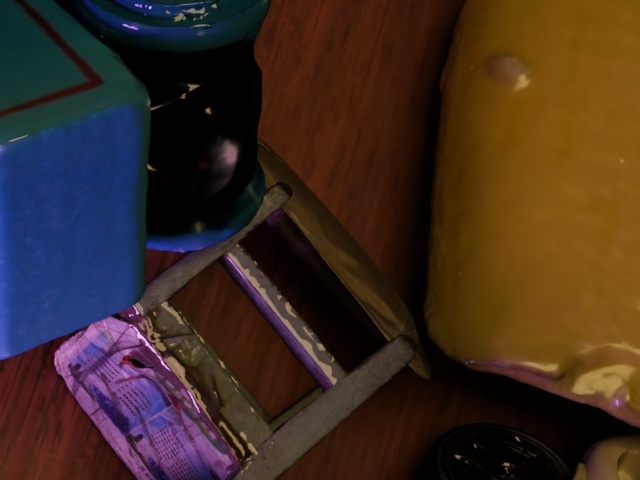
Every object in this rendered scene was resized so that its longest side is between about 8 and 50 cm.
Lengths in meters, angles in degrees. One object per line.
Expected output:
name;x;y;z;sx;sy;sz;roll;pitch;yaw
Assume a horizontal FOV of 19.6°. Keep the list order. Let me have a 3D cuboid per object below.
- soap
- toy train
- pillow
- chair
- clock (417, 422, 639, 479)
soap;0.223;-0.049;1.284;0.306;0.115;0.427;18;58;-6
toy train;-0.185;-0.097;1.020;0.265;0.188;0.300;-23;48;-30
pillow;0.001;0.000;1.181;0.033;0.130;0.217;-41;91;9
chair;-0.094;0.106;1.075;0.270;0.136;0.147;-40;92;-29
clock;0.270;0.205;1.180;0.379;0.120;0.276;-7;38;-26
